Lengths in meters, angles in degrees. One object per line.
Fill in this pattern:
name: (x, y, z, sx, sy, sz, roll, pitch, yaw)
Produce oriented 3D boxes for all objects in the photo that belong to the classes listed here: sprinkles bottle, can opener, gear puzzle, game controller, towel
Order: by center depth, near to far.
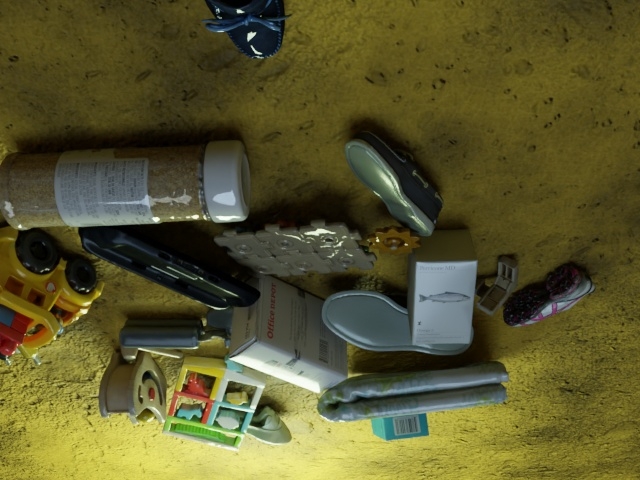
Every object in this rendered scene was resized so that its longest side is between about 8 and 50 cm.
sprinkles bottle: (-0.286, -0.081, 1.055, 0.355, 0.121, 0.121, -3, 141, 4)
gear puzzle: (0.000, 0.000, 1.185, 0.339, 0.044, 0.175, -6, 150, 22)
game controller: (-0.257, 0.041, 1.223, 0.319, 0.067, 0.166, 28, 155, -31)
can opener: (-0.264, 0.173, 1.432, 0.280, 0.074, 0.093, -4, 107, 3)
towel: (0.195, 0.310, 1.475, 0.374, 0.090, 0.320, -9, 168, 6)

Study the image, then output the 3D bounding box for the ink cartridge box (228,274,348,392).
ink cartridge box: (-0.058, 0.177, 1.348, 0.218, 0.158, 0.092, 29, 133, -31)

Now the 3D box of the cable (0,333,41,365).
cable: (-0.663, 0.151, 1.428, 0.139, 0.072, 0.287, 11, 131, 13)

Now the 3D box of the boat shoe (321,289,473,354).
boat shoe: (0.141, 0.157, 1.367, 0.302, 0.091, 0.114, 17, 95, -13)

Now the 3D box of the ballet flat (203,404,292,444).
ballet flat: (-0.167, 0.442, 1.754, 0.248, 0.086, 0.086, 21, 137, -23)

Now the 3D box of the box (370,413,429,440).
box: (0.179, 0.423, 1.646, 0.100, 0.060, 0.244, -6, 168, -3)

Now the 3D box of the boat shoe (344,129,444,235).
boat shoe: (0.116, -0.097, 1.079, 0.081, 0.069, 0.228, 14, 156, 45)

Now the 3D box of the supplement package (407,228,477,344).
supplement package: (0.208, 0.081, 1.229, 0.105, 0.105, 0.179, -1, 122, 3)

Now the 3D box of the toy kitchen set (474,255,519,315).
toy kitchen set: (0.310, 0.075, 1.295, 0.068, 0.083, 0.075, 31, 154, 31)

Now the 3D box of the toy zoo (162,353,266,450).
toy zoo: (-0.244, 0.366, 1.635, 0.192, 0.030, 0.293, 15, 124, -9)

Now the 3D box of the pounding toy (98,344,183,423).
pounding toy: (-0.378, 0.323, 1.538, 0.155, 0.154, 0.269, -4, 142, 6)

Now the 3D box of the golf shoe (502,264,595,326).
golf shoe: (0.434, 0.120, 1.345, 0.086, 0.067, 0.186, 25, 135, -30)

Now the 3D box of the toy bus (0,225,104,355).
toy bus: (-0.510, 0.115, 1.234, 0.149, 0.211, 0.220, -25, 136, 27)

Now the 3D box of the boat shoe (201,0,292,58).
boat shoe: (-0.102, -0.286, 0.797, 0.109, 0.089, 0.258, -17, 151, 9)
